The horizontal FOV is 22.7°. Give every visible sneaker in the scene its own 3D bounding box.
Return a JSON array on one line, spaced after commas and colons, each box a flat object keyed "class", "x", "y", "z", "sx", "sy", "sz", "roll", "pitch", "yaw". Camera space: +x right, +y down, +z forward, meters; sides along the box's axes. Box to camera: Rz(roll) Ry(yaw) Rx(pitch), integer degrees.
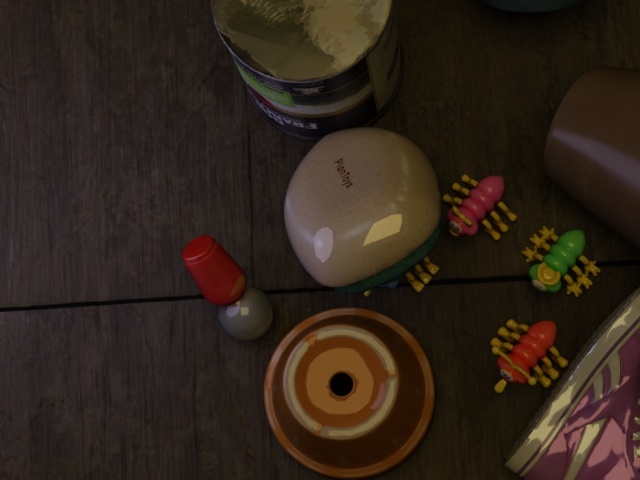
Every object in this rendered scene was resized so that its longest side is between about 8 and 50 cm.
[{"class": "sneaker", "x": 0.356, "y": 0.191, "z": 1.852, "sx": 0.161, "sy": 0.102, "sz": 0.282, "roll": 35, "pitch": 95, "yaw": 7}]

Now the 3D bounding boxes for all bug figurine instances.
[{"class": "bug figurine", "x": 0.197, "y": 0.038, "z": 1.892, "sx": 0.279, "sy": 0.072, "sz": 0.216, "roll": 36, "pitch": 79, "yaw": 10}]

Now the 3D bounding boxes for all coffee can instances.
[{"class": "coffee can", "x": -0.009, "y": -0.245, "z": 1.867, "sx": 0.202, "sy": 0.275, "sz": 0.201, "roll": -1, "pitch": 79, "yaw": 5}]

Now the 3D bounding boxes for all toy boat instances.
[{"class": "toy boat", "x": 0.000, "y": 0.000, "z": 1.878, "sx": 0.318, "sy": 0.267, "sz": 0.148, "roll": -28, "pitch": 122, "yaw": 10}]

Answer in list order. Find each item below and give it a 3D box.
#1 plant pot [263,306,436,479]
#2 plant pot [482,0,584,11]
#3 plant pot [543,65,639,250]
[{"class": "plant pot", "x": 0.029, "y": 0.170, "z": 1.833, "sx": 0.205, "sy": 0.188, "sz": 0.205, "roll": -1, "pitch": 80, "yaw": 5}, {"class": "plant pot", "x": 0.254, "y": -0.384, "z": 1.893, "sx": 0.290, "sy": 0.290, "sz": 0.195, "roll": -3, "pitch": 116, "yaw": 5}, {"class": "plant pot", "x": 0.392, "y": -0.096, "z": 1.839, "sx": 0.229, "sy": 0.263, "sz": 0.263, "roll": 27, "pitch": 83, "yaw": 28}]
